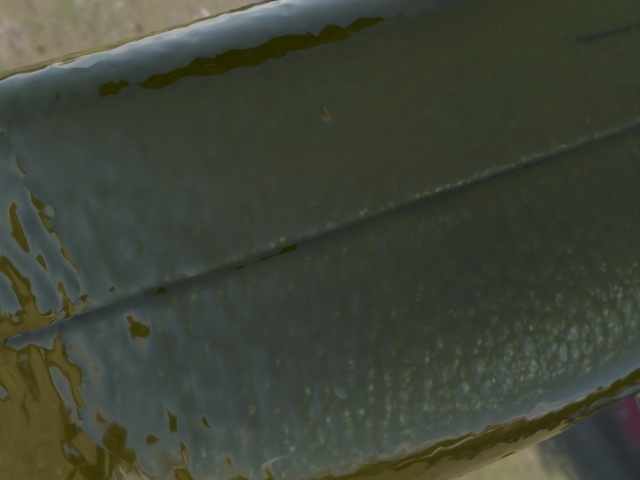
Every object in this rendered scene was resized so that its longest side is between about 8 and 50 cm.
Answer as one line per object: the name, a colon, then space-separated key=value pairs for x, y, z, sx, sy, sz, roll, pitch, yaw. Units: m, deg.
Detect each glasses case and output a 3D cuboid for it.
glasses case: x=0.000 y=0.000 z=0.447 sx=0.173 sy=0.371 sz=0.141 roll=-4 pitch=-76 yaw=67

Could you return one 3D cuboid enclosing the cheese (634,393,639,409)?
cheese: x=0.253 y=0.124 z=0.958 sx=0.250 sy=0.064 sz=0.156 roll=-115 pitch=-179 yaw=-59
